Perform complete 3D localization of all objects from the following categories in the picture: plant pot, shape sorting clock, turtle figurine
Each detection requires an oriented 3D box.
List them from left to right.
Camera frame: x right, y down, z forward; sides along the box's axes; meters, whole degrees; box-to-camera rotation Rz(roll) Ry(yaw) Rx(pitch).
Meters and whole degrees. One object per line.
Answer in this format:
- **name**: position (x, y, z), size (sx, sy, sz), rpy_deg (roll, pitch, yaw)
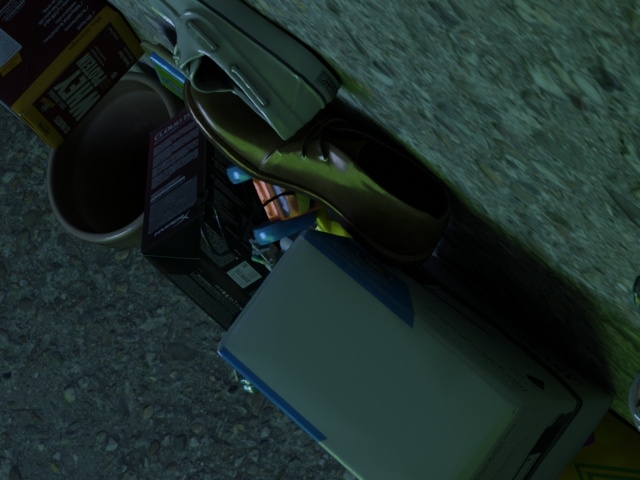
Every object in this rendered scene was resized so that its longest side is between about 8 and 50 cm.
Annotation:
- **plant pot**: position (-0.239, -0.100, 2.447), size (0.263, 0.263, 0.229), rpy_deg (36, -170, 38)
- **shape sorting clock**: position (-0.137, -0.183, 2.011), size (0.206, 0.040, 0.206), rpy_deg (37, 173, 5)
- **turtle figurine**: position (-0.041, 0.098, 1.884), size (0.118, 0.175, 0.234), rpy_deg (11, 162, 1)

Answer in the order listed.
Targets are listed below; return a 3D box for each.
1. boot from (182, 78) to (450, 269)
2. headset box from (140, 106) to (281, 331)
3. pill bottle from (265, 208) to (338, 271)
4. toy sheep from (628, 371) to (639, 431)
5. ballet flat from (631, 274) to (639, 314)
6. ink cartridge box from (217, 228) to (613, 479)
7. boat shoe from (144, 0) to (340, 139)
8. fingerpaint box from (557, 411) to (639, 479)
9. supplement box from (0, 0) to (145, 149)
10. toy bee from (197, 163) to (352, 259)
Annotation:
- **boot**: position (0.001, -0.098, 1.612), size (0.305, 0.112, 0.115), rpy_deg (35, 157, 4)
- **headset box**: position (-0.121, -0.036, 2.138), size (0.218, 0.110, 0.293), rpy_deg (44, -155, -32)
- **pill bottle**: position (0.000, 0.000, 2.001), size (0.078, 0.137, 0.078), rpy_deg (40, 173, 6)
- **toy sheep**: position (0.313, 0.145, 1.398), size (0.132, 0.091, 0.091), rpy_deg (40, 176, -42)
- **ballet flat**: position (0.272, 0.060, 1.279), size (0.041, 0.041, 0.114), rpy_deg (38, 174, 30)
- **ink cartridge box**: position (0.116, 0.145, 1.725), size (0.285, 0.166, 0.395), rpy_deg (40, -169, 21)
- **boat shoe**: position (-0.098, -0.183, 1.577), size (0.267, 0.088, 0.096), rpy_deg (38, 173, 28)
- **fingerpaint box**: position (0.475, 0.437, 2.021), size (0.371, 0.163, 0.445), rpy_deg (37, 172, 32)
- **supplement box**: position (-0.385, -0.268, 2.221), size (0.194, 0.191, 0.129), rpy_deg (40, 173, 20)
- **toy bee**: position (-0.011, -0.053, 1.756), size (0.298, 0.162, 0.195), rpy_deg (-87, -27, -58)
